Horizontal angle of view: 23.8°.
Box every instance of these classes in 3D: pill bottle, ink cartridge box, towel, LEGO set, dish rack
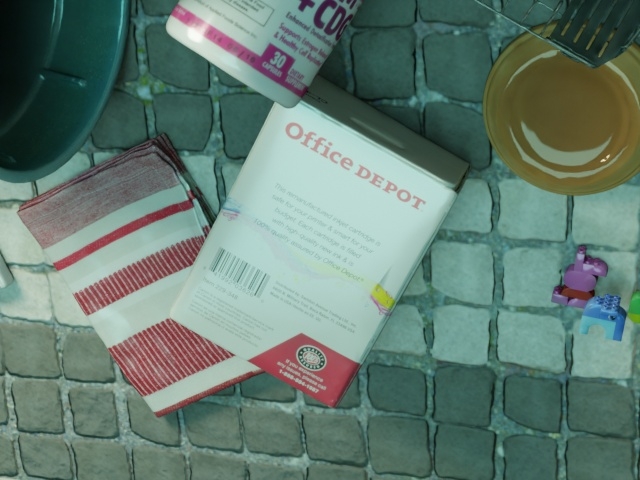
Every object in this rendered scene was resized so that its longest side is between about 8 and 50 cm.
[{"bbox_3d":[-0.020,-0.292,1.544,0.160,0.160,0.283,32,95,2],"label":"pill bottle"},{"bbox_3d":[0.000,0.000,1.718,0.226,0.131,0.306,30,111,3],"label":"ink cartridge box"},{"bbox_3d":[-0.205,0.053,1.885,0.237,0.037,0.329,-25,104,27],"label":"towel"},{"bbox_3d":[0.369,0.062,1.667,0.227,0.087,0.093,12,117,12],"label":"LEGO set"},{"bbox_3d":[0.219,-0.305,1.495,0.271,0.074,0.208,31,77,2],"label":"dish rack"}]

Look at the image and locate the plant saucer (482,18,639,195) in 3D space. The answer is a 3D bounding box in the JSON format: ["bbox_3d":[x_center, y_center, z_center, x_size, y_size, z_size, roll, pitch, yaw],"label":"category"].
[{"bbox_3d":[0.271,-0.137,1.636,0.200,0.037,0.200,7,117,15],"label":"plant saucer"}]

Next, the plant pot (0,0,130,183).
[{"bbox_3d":[-0.439,-0.263,1.665,0.334,0.341,0.341,14,118,21],"label":"plant pot"}]

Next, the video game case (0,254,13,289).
[{"bbox_3d":[-0.532,-0.016,1.967,0.206,0.026,0.227,-16,108,25],"label":"video game case"}]
